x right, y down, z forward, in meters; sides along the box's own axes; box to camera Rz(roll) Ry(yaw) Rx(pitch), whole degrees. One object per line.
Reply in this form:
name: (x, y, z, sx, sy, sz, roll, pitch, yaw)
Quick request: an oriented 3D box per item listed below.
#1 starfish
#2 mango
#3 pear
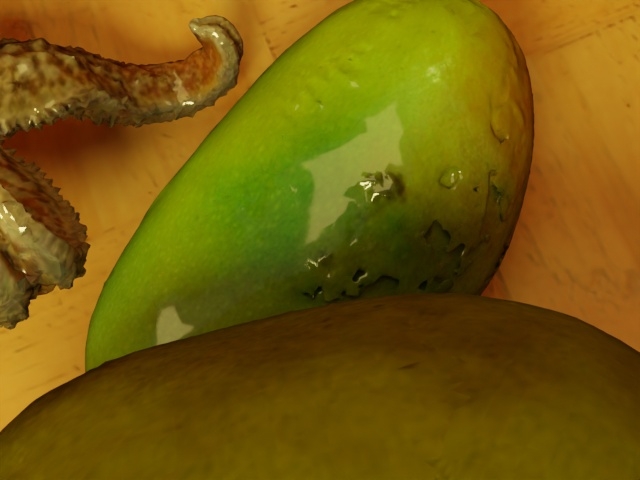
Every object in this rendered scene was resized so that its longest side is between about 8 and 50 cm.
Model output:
starfish: (-0.190, -0.056, 0.653, 0.312, 0.113, 0.303, -15, 47, 6)
mango: (0.000, 0.000, 0.600, 0.125, 0.111, 0.233, 35, 80, 25)
pear: (0.019, 0.148, 0.461, 0.321, 0.269, 0.269, 6, 68, 18)
